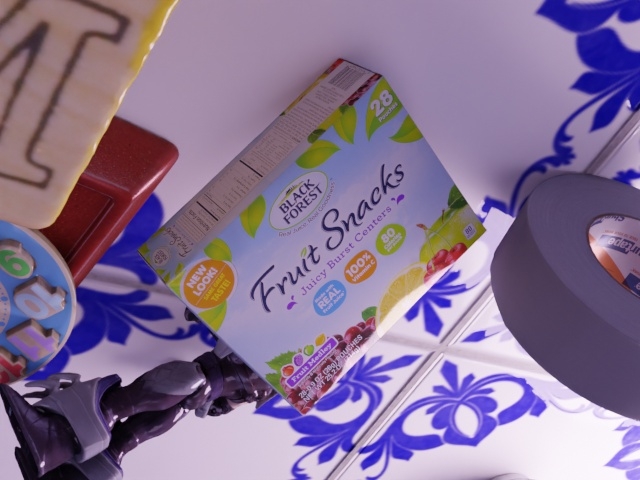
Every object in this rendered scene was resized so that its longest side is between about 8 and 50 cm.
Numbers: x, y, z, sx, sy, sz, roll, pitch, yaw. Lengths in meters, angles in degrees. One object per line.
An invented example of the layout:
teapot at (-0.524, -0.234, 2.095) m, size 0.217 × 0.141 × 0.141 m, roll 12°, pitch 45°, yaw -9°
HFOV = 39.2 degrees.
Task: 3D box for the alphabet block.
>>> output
alphabet block at (-0.193, -0.153, 0.453) m, size 0.197 × 0.192 × 0.193 m, roll 20°, pitch 127°, yaw -29°

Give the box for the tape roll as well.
tape roll at (0.252, 0.042, 0.735) m, size 0.219 × 0.219 × 0.072 m, roll 7°, pitch 130°, yaw -21°

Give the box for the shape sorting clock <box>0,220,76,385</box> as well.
shape sorting clock at (-0.285, 0.047, 0.659) m, size 0.206 × 0.040 × 0.206 m, roll -8°, pitch 135°, yaw -8°

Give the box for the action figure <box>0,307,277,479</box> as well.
action figure at (-0.118, 0.125, 0.775) m, size 0.285 × 0.099 × 0.185 m, roll -22°, pitch 150°, yaw -30°

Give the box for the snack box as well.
snack box at (0.000, 0.000, 0.672) m, size 0.207 × 0.070 × 0.174 m, roll -44°, pitch 126°, yaw -7°

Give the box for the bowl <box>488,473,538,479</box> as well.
bowl at (0.240, 0.344, 1.122) m, size 0.170 × 0.080 × 0.170 m, roll -8°, pitch 135°, yaw -8°

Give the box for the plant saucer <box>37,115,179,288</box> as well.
plant saucer at (-0.277, -0.017, 0.661) m, size 0.259 × 0.047 × 0.258 m, roll 25°, pitch 123°, yaw -32°
